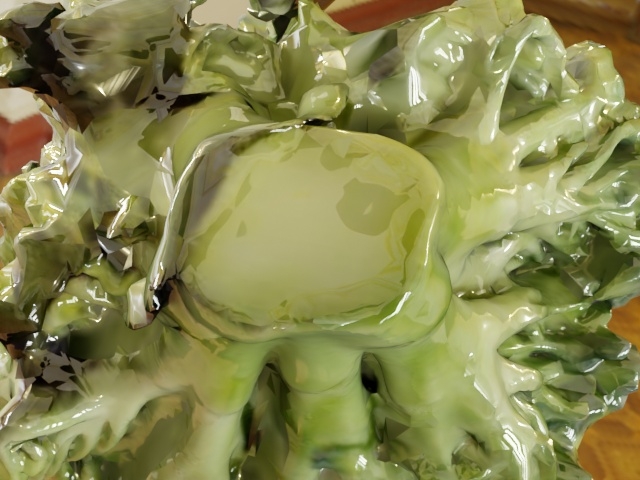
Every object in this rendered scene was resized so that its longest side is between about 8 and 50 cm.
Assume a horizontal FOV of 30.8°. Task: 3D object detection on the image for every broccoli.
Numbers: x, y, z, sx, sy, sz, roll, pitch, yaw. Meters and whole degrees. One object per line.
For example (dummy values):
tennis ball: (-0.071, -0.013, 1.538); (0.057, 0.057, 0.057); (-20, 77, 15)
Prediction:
broccoli: (-0.002, 0.007, 0.530); (0.334, 0.272, 0.324); (21, 53, 2)
